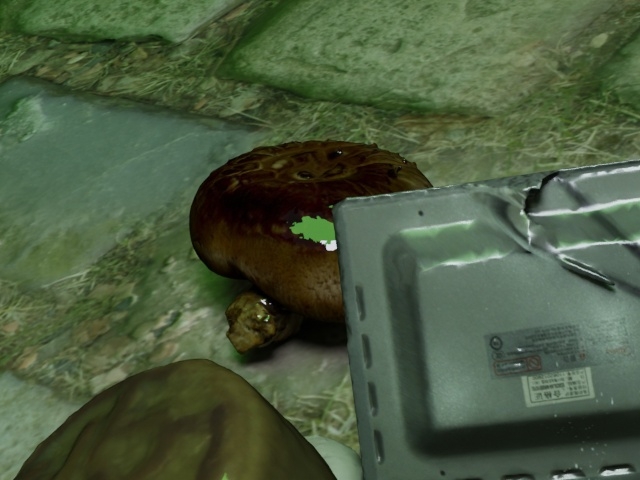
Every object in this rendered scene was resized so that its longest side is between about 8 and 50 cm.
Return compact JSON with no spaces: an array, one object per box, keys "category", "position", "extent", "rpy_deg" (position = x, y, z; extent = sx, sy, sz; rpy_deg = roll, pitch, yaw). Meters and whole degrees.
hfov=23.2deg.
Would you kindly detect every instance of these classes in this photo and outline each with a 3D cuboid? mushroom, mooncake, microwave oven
[{"category":"mushroom","position":[-0.006,-0.008,1.623],"extent":[0.297,0.163,0.278],"rpy_deg":[17,45,39]},{"category":"mooncake","position":[-0.127,0.232,1.217],"extent":[0.284,0.155,0.284],"rpy_deg":[-28,33,20]},{"category":"microwave oven","position":[0.258,0.055,1.223],"extent":[0.432,0.236,0.374],"rpy_deg":[-8,0,13]}]

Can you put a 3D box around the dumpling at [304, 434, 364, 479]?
[{"category":"dumpling","position":[-0.024,0.234,1.334],"extent":[0.150,0.092,0.176],"rpy_deg":[-12,41,20]}]
